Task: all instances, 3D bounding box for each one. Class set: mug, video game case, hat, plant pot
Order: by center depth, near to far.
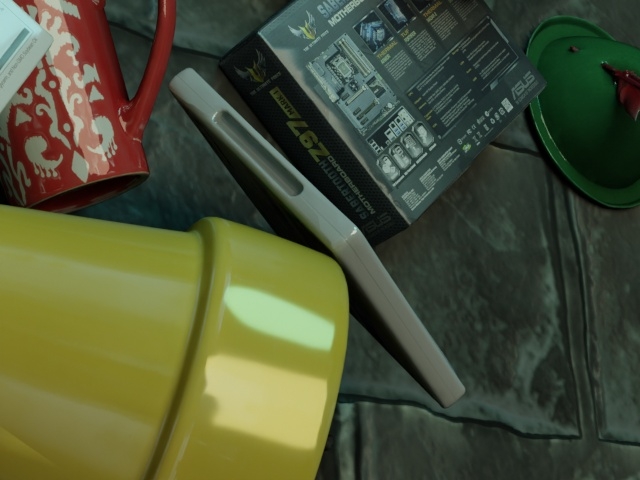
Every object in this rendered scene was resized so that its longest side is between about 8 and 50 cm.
[{"bbox_3d":[-0.141,0.087,1.062,0.239,0.254,0.254,21,55,-13],"label":"plant pot"},{"bbox_3d":[-0.167,-0.112,1.196,0.113,0.150,0.169,-12,81,-48],"label":"mug"},{"bbox_3d":[0.000,0.000,1.219,0.193,0.023,0.212,45,-6,38],"label":"video game case"},{"bbox_3d":[0.292,-0.131,1.563,0.173,0.183,0.208,13,61,-36],"label":"hat"}]

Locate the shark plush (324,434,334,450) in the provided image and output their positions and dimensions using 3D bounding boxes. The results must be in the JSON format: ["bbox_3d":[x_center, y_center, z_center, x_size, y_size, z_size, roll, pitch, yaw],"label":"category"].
[{"bbox_3d":[-0.044,0.086,1.265,0.161,0.073,0.067,29,22,-21],"label":"shark plush"}]

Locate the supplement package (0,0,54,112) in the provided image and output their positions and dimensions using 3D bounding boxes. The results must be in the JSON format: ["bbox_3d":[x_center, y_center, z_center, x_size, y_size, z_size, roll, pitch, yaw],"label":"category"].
[{"bbox_3d":[-0.302,-0.035,0.997,0.145,0.204,0.262,44,48,-16],"label":"supplement package"}]

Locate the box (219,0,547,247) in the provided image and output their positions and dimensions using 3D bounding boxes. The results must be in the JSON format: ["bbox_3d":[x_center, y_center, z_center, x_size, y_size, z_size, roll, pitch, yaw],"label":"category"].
[{"bbox_3d":[0.054,-0.129,1.448,0.183,0.059,0.232,52,46,-8],"label":"box"}]
